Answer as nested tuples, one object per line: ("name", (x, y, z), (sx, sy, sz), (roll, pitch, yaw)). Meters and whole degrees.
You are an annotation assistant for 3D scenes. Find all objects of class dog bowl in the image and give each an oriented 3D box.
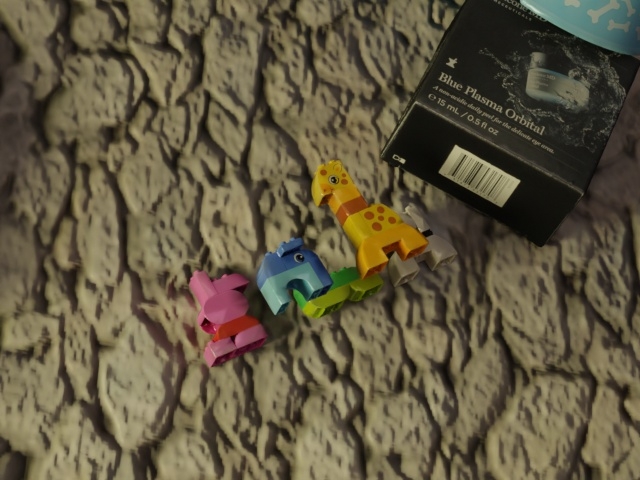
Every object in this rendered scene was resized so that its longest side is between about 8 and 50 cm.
("dog bowl", (0.169, -0.267, 1.530), (0.297, 0.074, 0.166), (37, 24, 15))

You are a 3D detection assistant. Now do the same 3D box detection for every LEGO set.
("LEGO set", (0.000, 0.000, 1.380), (0.227, 0.087, 0.093), (-22, 71, -28))

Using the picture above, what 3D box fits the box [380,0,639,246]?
("box", (0.157, -0.108, 1.488), (0.156, 0.093, 0.158), (29, 56, -1))
